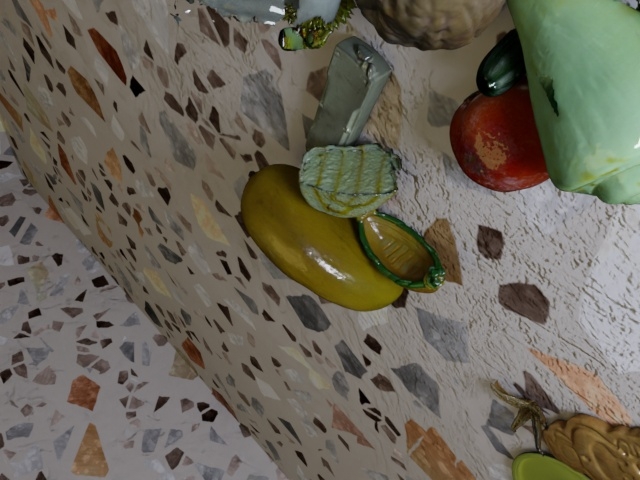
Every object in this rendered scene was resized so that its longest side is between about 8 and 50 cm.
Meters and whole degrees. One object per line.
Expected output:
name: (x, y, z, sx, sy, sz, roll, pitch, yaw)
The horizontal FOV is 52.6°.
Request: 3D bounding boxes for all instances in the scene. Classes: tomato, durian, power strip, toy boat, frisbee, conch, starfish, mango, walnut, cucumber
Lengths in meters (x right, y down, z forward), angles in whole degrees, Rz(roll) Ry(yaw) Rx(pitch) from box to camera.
tomato: (0.214, -0.117, 0.770, 0.139, 0.091, 0.159, 57, 149, -8)
durian: (-0.022, -0.357, 0.821, 0.198, 0.146, 0.159, 48, 135, 0)
power strip: (0.033, -0.194, 1.003, 0.080, 0.048, 0.286, 49, 151, 14)
toy boat: (0.124, 0.013, 1.041, 0.229, 0.089, 0.088, 45, 167, 39)
frisbee: (0.438, 0.461, 1.130, 0.236, 0.017, 0.236, 37, 148, 29)
conch: (0.282, -0.150, 0.631, 0.143, 0.137, 0.250, -143, 41, -82)
starfish: (0.343, 0.285, 1.052, 0.133, 0.041, 0.130, 58, 164, -3)
mango: (-0.006, 0.001, 1.123, 0.331, 0.195, 0.142, 46, 127, 10)
walnut: (0.112, -0.279, 0.643, 0.178, 0.178, 0.230, 57, -175, -5)
cucumber: (0.200, -0.188, 0.707, 0.048, 0.105, 0.048, 28, 144, 22)

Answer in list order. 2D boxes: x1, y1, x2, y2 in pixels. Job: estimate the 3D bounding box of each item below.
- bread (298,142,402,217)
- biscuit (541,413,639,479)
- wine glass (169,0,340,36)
bread: (0.051, -0.083, 1.014, 0.156, 0.103, 0.110, 7, 147, 14)
biscuit: (0.438, 0.326, 0.974, 0.236, 0.040, 0.144, -8, 108, 56)
wine glass: (-0.050, -0.378, 0.624, 0.190, 0.190, 0.357, 31, 121, 37)
